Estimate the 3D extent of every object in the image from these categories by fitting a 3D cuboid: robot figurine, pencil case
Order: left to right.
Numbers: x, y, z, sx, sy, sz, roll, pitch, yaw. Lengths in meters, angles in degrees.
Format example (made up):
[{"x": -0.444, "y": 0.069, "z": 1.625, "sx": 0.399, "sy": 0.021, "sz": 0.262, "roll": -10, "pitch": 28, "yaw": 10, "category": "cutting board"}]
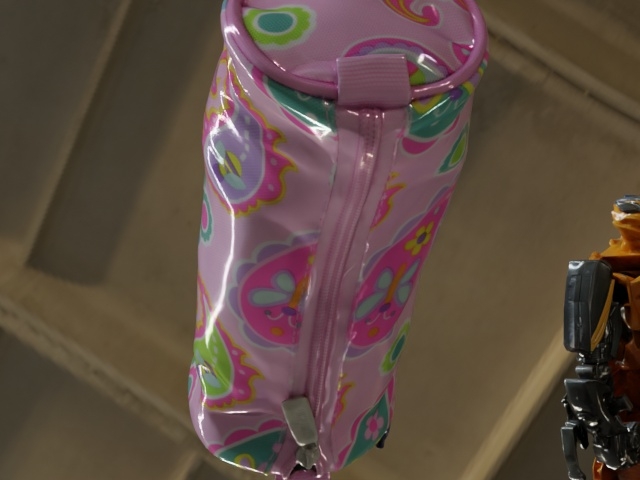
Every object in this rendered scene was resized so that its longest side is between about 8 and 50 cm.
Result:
[{"x": 0.000, "y": 0.000, "z": 0.713, "sx": 0.124, "sy": 0.124, "sz": 0.284, "roll": 23, "pitch": -45, "yaw": 12, "category": "pencil case"}, {"x": 0.223, "y": 0.112, "z": 0.895, "sx": 0.085, "sy": 0.211, "sz": 0.291, "roll": -2, "pitch": -73, "yaw": 36, "category": "robot figurine"}]
